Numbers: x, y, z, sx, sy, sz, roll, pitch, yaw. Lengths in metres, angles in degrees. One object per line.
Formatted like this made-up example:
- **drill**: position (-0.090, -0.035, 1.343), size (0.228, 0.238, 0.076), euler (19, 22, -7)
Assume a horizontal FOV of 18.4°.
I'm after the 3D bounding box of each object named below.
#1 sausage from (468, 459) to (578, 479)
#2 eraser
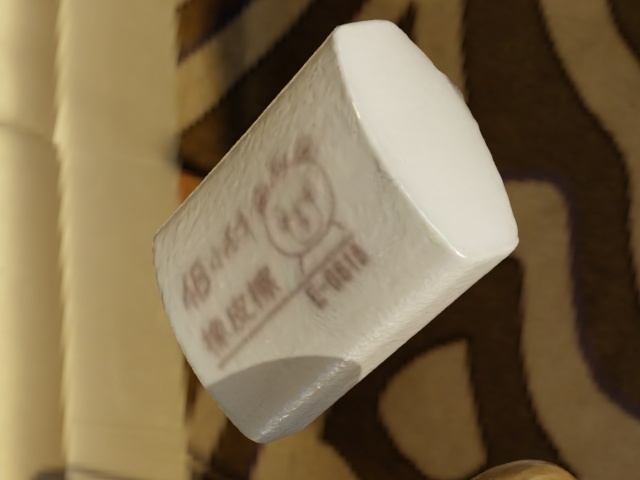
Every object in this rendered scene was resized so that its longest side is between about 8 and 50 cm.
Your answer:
- **sausage**: position (0.040, 0.298, 1.140), size (0.136, 0.123, 0.501), euler (-106, 30, -49)
- **eraser**: position (0.000, 0.000, 1.293), size (0.270, 0.095, 0.174), euler (-45, 66, 47)
